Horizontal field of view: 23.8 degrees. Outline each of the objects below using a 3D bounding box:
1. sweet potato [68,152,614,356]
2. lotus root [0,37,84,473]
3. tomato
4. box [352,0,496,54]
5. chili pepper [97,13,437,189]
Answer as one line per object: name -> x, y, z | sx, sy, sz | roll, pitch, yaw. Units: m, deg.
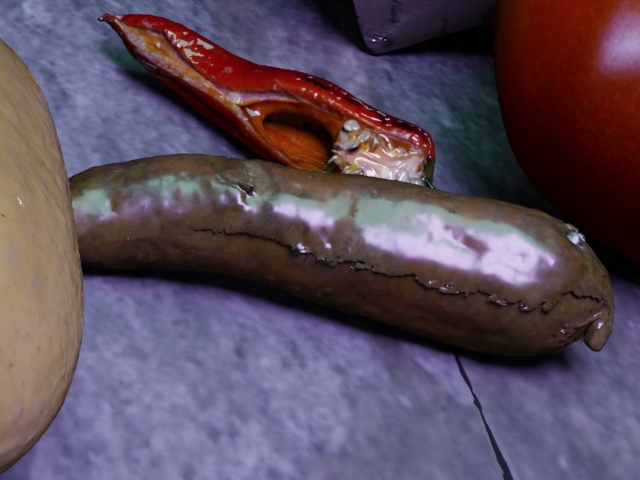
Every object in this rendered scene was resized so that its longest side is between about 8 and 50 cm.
sweet potato -> 0.000, 0.000, 0.689 | 0.273, 0.075, 0.075 | 11, 32, -4
lotus root -> -0.161, 0.007, 0.548 | 0.146, 0.131, 0.303 | -12, 34, 0
tomato -> 0.228, -0.089, 0.780 | 0.298, 0.226, 0.298 | 17, 34, -12
box -> 0.134, -0.286, 0.952 | 0.297, 0.190, 0.225 | -16, 48, 2
chili pepper -> -0.011, -0.058, 0.799 | 0.268, 0.059, 0.050 | 29, -4, 25
